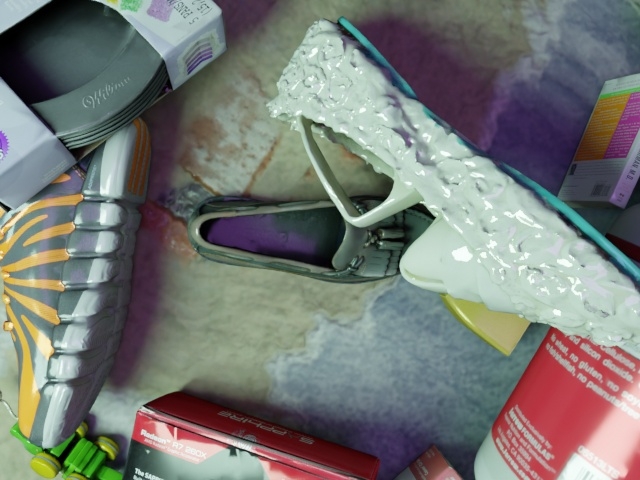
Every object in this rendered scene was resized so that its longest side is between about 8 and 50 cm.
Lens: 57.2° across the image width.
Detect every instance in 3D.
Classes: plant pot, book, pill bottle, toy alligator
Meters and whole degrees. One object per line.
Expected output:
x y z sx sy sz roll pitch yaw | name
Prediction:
0.175 0.061 0.622 0.083 0.081 0.081 33 90 3 | plant pot
0.311 -0.103 0.615 0.035 0.096 0.144 25 91 -9 | book
0.334 0.112 0.537 0.229 0.229 0.407 25 101 -8 | pill bottle
-0.273 0.209 0.595 0.190 0.056 0.051 37 130 -8 | toy alligator

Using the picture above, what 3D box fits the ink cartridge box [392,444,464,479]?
0.092 0.338 0.637 0.198 0.067 0.115 -40 95 -3 | ink cartridge box

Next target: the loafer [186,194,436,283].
0.000 0.000 0.592 0.268 0.084 0.096 1 93 -7 | loafer

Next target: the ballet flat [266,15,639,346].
0.095 -0.039 0.524 0.147 0.147 0.409 -39 64 -3 | ballet flat

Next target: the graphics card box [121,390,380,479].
-0.098 0.359 0.570 0.233 0.094 0.370 13 91 13 | graphics card box

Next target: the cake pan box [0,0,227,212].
-0.251 -0.191 0.506 0.246 0.070 0.267 -41 82 -12 | cake pan box

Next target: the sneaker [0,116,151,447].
-0.278 0.022 0.555 0.180 0.124 0.320 9 82 -3 | sneaker
